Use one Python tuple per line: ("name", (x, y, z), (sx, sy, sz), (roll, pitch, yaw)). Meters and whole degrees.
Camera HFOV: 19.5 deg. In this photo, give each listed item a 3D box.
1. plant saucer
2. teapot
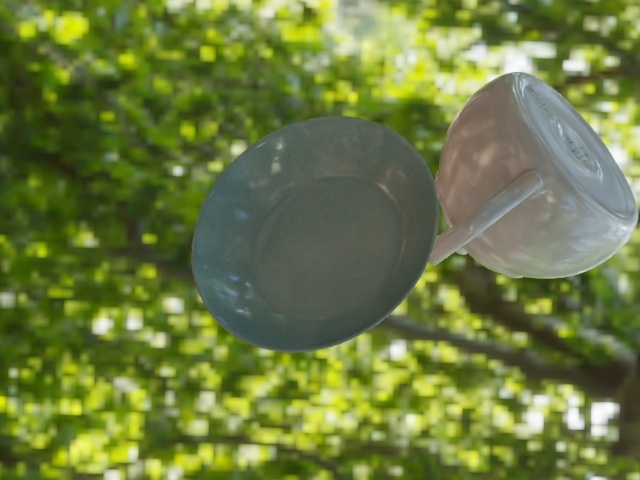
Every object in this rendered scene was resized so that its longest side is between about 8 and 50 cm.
("plant saucer", (0.000, 0.000, 1.383), (0.037, 0.195, 0.195), (51, 34, -57))
("teapot", (0.213, -0.047, 2.058), (0.187, 0.256, 0.253), (-39, -139, 22))
